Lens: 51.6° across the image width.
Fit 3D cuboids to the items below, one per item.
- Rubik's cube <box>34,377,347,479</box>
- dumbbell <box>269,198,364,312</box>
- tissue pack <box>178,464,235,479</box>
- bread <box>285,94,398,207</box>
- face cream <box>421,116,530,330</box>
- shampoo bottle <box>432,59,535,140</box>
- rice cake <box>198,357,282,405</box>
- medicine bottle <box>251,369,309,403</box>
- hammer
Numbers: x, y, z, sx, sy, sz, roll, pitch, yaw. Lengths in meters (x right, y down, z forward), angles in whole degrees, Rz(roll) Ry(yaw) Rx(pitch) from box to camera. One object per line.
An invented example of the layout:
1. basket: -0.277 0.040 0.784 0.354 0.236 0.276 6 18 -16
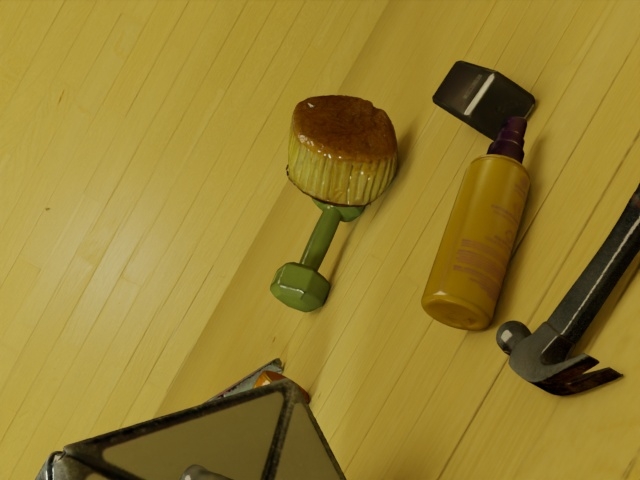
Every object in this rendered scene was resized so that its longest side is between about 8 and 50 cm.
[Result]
1. Rubik's cube: -0.116 0.314 0.610 0.259 0.255 0.260 -48 60 42
2. dumbbell: 0.000 0.000 1.386 0.302 0.108 0.121 -65 13 -22
3. tissue pack: 0.020 0.298 0.200 0.124 0.288 0.394 -54 13 25
4. bread: 0.047 -0.191 1.342 0.253 0.227 0.142 -80 -1 -48
5. face cream: 0.191 -0.034 0.757 0.078 0.078 0.273 -37 27 62
6. shampoo bottle: 0.233 -0.212 0.988 0.080 0.079 0.246 -56 13 15
7. rice cake: -0.166 0.303 1.340 0.208 0.033 0.033 -31 0 -10
8. medicine bottle: -0.102 0.321 1.105 0.192 0.096 0.096 -61 12 2
9. hammer: 0.250 0.000 0.535 0.290 0.037 0.137 -58 12 12
